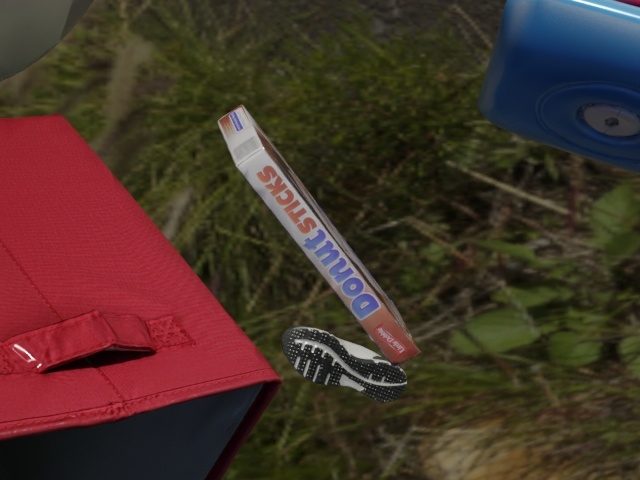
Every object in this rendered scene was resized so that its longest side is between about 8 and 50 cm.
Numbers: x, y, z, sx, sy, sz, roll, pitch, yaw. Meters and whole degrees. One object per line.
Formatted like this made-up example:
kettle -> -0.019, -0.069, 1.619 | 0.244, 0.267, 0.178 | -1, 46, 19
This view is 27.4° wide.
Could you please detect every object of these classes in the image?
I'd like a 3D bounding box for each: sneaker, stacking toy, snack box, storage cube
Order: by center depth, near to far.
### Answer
storage cube -> -0.173, 0.073, 0.585 | 0.193, 0.183, 0.215 | 48, 122, 27
snack box -> 0.000, 0.000, 0.785 | 0.022, 0.178, 0.064 | -35, 31, 4
stacking toy -> 0.222, -0.202, 0.840 | 0.165, 0.175, 0.302 | 17, 70, 5
sneaker -> 0.014, 0.096, 1.033 | 0.040, 0.109, 0.044 | -62, 21, 2

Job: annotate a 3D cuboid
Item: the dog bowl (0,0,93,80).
dog bowl -> -0.206, -0.225, 0.741 | 0.104, 0.265, 0.265 | 24, 108, 17
